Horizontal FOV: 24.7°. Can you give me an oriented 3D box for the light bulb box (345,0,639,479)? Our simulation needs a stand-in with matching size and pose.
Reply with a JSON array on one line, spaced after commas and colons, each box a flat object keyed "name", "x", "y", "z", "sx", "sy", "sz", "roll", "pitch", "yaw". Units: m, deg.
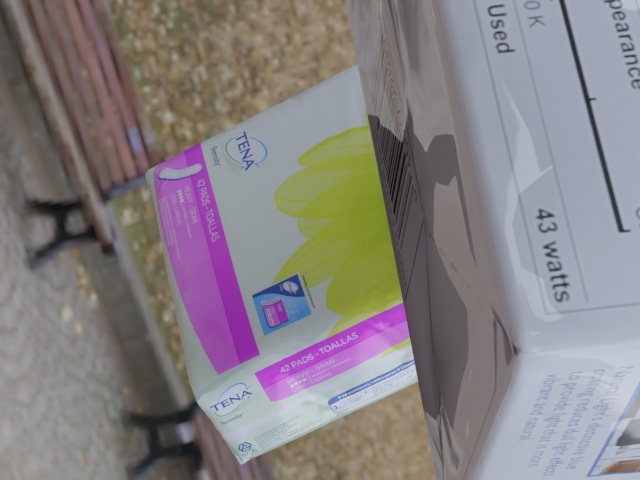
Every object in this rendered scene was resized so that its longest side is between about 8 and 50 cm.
[{"name": "light bulb box", "x": 0.212, "y": -0.084, "z": 0.666, "sx": 0.225, "sy": 0.361, "sz": 0.357, "roll": 94, "pitch": -12, "yaw": -63}]

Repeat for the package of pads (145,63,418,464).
[{"name": "package of pads", "x": 0.000, "y": 0.000, "z": 1.112, "sx": 0.101, "sy": 0.229, "sz": 0.296, "roll": 60, "pitch": 6, "yaw": -39}]
